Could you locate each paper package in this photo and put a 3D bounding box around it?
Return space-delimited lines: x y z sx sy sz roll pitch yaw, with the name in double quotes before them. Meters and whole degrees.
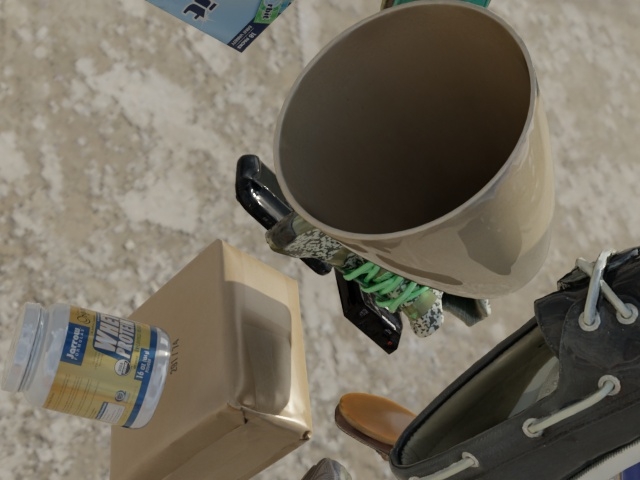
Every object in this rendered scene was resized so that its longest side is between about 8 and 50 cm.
"paper package" -0.178 0.216 1.853 0.168 0.309 0.324 29 37 -33

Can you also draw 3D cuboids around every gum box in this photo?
"gum box" -0.114 -0.320 1.420 0.184 0.157 0.041 23 37 -40

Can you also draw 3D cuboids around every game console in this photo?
"game console" 0.000 0.000 1.708 0.361 0.044 0.213 43 22 -34

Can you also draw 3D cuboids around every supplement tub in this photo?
"supplement tub" -0.317 0.166 1.618 0.200 0.144 0.144 16 56 -17

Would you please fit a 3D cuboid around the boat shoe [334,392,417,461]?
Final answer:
"boat shoe" 0.108 0.258 1.528 0.207 0.073 0.073 22 37 -9

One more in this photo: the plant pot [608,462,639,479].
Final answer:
"plant pot" 0.451 0.324 1.445 0.212 0.236 0.236 1 78 3

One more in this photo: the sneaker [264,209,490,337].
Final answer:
"sneaker" 0.105 0.030 1.532 0.410 0.158 0.182 7 56 -46

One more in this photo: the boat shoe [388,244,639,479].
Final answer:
"boat shoe" 0.149 0.063 0.646 0.091 0.302 0.114 34 28 -8

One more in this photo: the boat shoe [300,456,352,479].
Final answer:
"boat shoe" 0.009 0.334 1.326 0.130 0.355 0.132 38 78 5

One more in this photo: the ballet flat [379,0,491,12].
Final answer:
"ballet flat" 0.122 -0.307 1.179 0.123 0.348 0.123 2 64 -4

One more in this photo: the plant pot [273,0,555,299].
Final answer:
"plant pot" 0.129 -0.052 1.189 0.274 0.256 0.256 47 38 -51
